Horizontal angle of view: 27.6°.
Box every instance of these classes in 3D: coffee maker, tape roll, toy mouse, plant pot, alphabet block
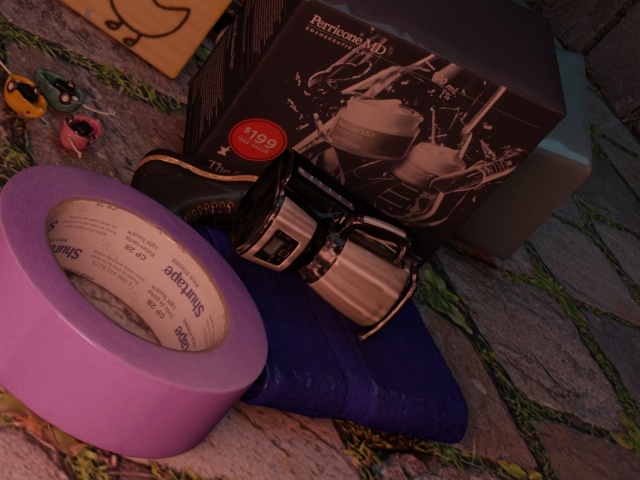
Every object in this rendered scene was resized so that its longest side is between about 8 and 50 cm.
[{"bbox_3d":[0.003,-0.003,1.350,0.178,0.120,0.171,34,8,-17],"label":"coffee maker"},{"bbox_3d":[-0.182,0.058,1.145,0.275,0.090,0.275,34,23,-16],"label":"tape roll"},{"bbox_3d":[-0.282,-0.140,1.426,0.161,0.031,0.143,51,25,24],"label":"toy mouse"},{"bbox_3d":[0.229,-0.164,1.950,0.252,0.247,0.247,19,50,-17],"label":"plant pot"},{"bbox_3d":[-0.216,-0.369,1.752,0.197,0.192,0.193,33,25,-14],"label":"alphabet block"}]

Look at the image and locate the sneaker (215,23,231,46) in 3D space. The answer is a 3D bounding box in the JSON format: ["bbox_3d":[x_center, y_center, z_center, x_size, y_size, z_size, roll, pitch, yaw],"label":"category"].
[{"bbox_3d":[-0.019,-0.209,1.780,0.292,0.110,0.118,34,29,12],"label":"sneaker"}]

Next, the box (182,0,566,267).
[{"bbox_3d":[0.055,-0.170,1.546,0.343,0.312,0.179,20,44,-21],"label":"box"}]

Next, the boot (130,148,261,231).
[{"bbox_3d":[-0.118,-0.021,1.392,0.198,0.076,0.137,14,29,3],"label":"boot"}]

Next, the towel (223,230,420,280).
[{"bbox_3d":[0.000,0.000,1.532,0.237,0.021,0.102,13,31,-15],"label":"towel"}]

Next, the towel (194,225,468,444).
[{"bbox_3d":[0.004,0.111,1.370,0.308,0.076,0.227,18,35,-40],"label":"towel"}]

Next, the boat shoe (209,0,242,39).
[{"bbox_3d":[-0.101,-0.290,1.943,0.207,0.073,0.073,37,23,11],"label":"boat shoe"}]

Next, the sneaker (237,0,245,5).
[{"bbox_3d":[-0.120,-0.371,2.050,0.262,0.099,0.121,45,14,-8],"label":"sneaker"}]
